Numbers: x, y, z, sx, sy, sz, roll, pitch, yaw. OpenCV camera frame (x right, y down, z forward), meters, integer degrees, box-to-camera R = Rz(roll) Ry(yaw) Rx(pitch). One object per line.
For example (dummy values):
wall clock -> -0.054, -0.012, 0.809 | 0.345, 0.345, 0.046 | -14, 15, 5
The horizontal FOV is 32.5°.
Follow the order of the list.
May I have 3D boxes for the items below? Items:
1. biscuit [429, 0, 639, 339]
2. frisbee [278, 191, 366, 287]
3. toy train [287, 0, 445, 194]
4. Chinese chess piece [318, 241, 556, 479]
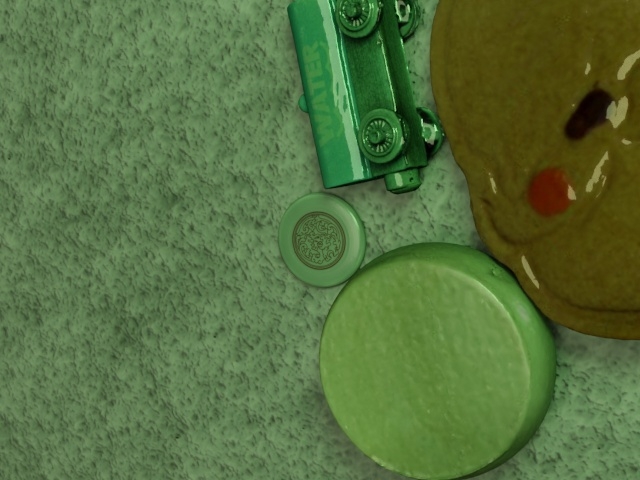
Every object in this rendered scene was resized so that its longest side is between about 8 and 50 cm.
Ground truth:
biscuit -> 0.271, -0.116, 1.033 | 0.350, 0.078, 0.455 | -43, 68, 36
frisbee -> 0.000, 0.000, 1.245 | 0.110, 0.014, 0.110 | 3, 97, 25
toy train -> 0.038, -0.165, 1.170 | 0.159, 0.101, 0.248 | -13, 88, 40
Chinese chess piece -> 0.121, 0.126, 1.150 | 0.250, 0.101, 0.250 | 3, 97, 26
